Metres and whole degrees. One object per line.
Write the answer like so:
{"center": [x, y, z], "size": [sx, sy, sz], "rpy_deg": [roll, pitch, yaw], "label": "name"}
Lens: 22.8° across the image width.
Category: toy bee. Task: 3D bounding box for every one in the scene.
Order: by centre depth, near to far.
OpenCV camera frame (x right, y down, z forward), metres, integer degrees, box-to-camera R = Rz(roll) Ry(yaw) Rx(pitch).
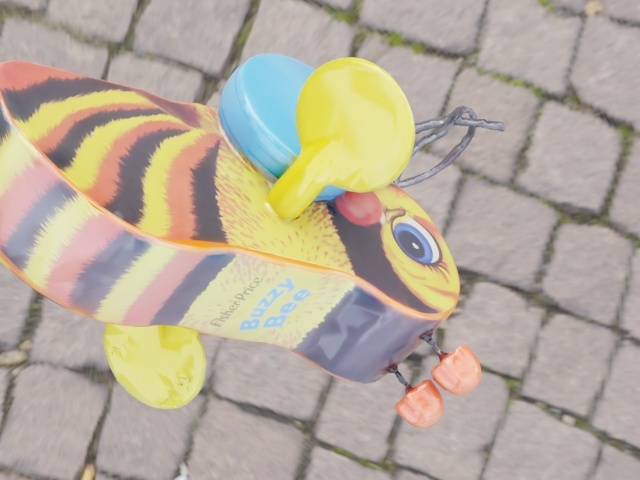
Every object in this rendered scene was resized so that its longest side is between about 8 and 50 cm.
{"center": [0.000, 0.000, 0.678], "size": [0.298, 0.195, 0.162], "rpy_deg": [-14, 59, -27], "label": "toy bee"}
